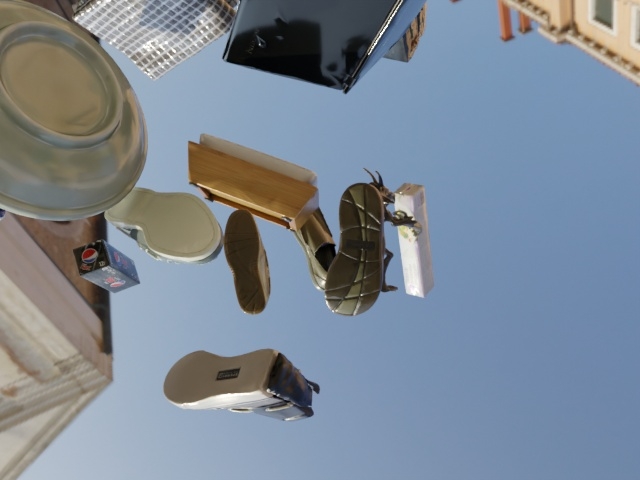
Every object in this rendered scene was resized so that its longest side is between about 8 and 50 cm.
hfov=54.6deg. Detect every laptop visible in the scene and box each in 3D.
[{"bbox_3d":[0.061,-0.496,1.201,0.236,0.382,0.408,40,-121,-1],"label":"laptop"}]

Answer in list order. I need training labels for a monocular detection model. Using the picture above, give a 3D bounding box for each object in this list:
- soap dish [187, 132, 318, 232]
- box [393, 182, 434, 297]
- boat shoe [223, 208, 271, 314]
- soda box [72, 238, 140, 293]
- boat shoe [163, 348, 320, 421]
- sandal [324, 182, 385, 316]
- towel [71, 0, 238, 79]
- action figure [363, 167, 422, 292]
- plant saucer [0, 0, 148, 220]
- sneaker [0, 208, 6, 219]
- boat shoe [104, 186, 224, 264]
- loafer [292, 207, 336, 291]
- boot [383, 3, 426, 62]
[{"bbox_3d":[-0.148,-0.121,1.387,0.290,0.229,0.118,21,-97,2],"label":"soap dish"},{"bbox_3d":[0.255,0.003,1.680,0.063,0.324,0.067,13,-142,37],"label":"box"},{"bbox_3d":[-0.093,0.027,0.803,0.050,0.135,0.045,-5,-176,11],"label":"boat shoe"},{"bbox_3d":[-0.397,0.051,1.160,0.060,0.169,0.053,-20,-106,-3],"label":"soda box"},{"bbox_3d":[-0.160,0.304,1.241,0.340,0.158,0.127,-10,-132,40],"label":"boat shoe"},{"bbox_3d":[0.058,0.015,0.959,0.089,0.219,0.060,7,-162,15],"label":"sandal"},{"bbox_3d":[-0.342,-0.475,1.279,0.283,0.235,0.121,-21,-121,33],"label":"towel"},{"bbox_3d":[0.137,-0.028,1.444,0.140,0.276,0.164,-5,-164,-38],"label":"action figure"},{"bbox_3d":[-0.437,-0.233,0.995,0.100,0.400,0.401,-25,-146,39],"label":"plant saucer"},{"bbox_3d":[-0.689,-0.099,1.090,0.130,0.296,0.112,-14,-108,11],"label":"sneaker"},{"bbox_3d":[-0.258,-0.016,1.080,0.319,0.099,0.116,18,-116,42],"label":"boat shoe"},{"bbox_3d":[0.000,0.000,1.529,0.094,0.251,0.087,-21,180,-31],"label":"loafer"},{"bbox_3d":[0.253,-0.746,1.626,0.146,0.445,0.367,28,-109,27],"label":"boot"}]
